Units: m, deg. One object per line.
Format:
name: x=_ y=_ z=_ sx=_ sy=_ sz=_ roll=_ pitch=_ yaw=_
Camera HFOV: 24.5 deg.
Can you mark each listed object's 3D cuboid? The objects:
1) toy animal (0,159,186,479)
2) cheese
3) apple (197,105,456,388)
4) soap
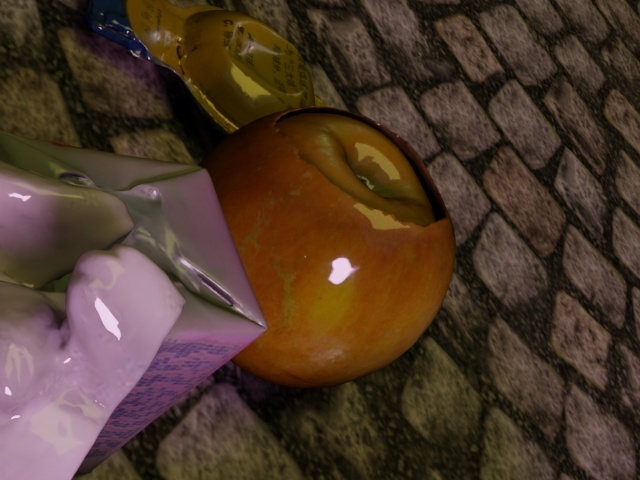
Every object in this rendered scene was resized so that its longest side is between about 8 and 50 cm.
toy animal: x=-0.232 y=0.051 z=0.699 sx=0.265 sy=0.206 sz=0.272 roll=32 pitch=78 yaw=-3
cheese: x=-0.096 y=-0.165 z=1.344 sx=0.270 sy=0.069 sz=0.177 roll=28 pitch=39 yaw=-30
apple: x=0.000 y=0.000 z=1.180 sx=0.237 sy=0.207 sz=0.237 roll=35 pitch=34 yaw=-28
soap: x=-0.169 y=0.047 z=0.925 sx=0.182 sy=0.199 sz=0.138 roll=9 pitch=48 yaw=-48
